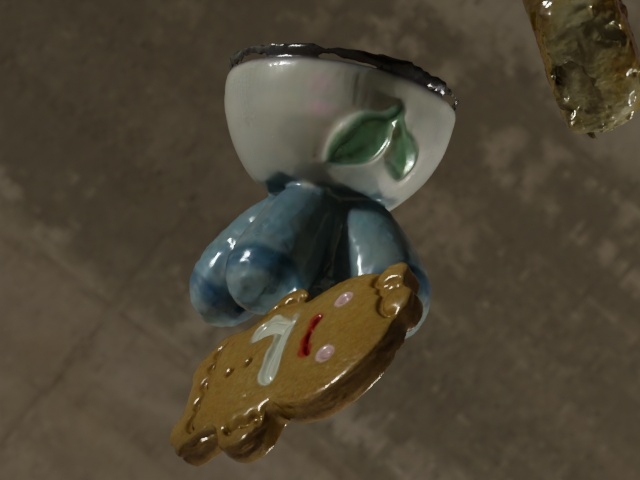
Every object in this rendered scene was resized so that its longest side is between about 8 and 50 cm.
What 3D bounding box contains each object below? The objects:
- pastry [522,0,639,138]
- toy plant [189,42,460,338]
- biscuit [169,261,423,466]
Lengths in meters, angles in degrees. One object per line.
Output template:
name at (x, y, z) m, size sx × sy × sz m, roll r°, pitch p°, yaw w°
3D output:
pastry at (0.249, -0.203, 1.671) m, size 0.192 × 0.093 × 0.182 m, roll -93°, pitch -19°, yaw -54°
toy plant at (0.000, 0.000, 1.660) m, size 0.247 × 0.332 × 0.247 m, roll 9°, pitch 168°, yaw 2°
biscuit at (-0.023, 0.098, 1.419) m, size 0.035 × 0.249 × 0.184 m, roll 48°, pitch -140°, yaw -24°
